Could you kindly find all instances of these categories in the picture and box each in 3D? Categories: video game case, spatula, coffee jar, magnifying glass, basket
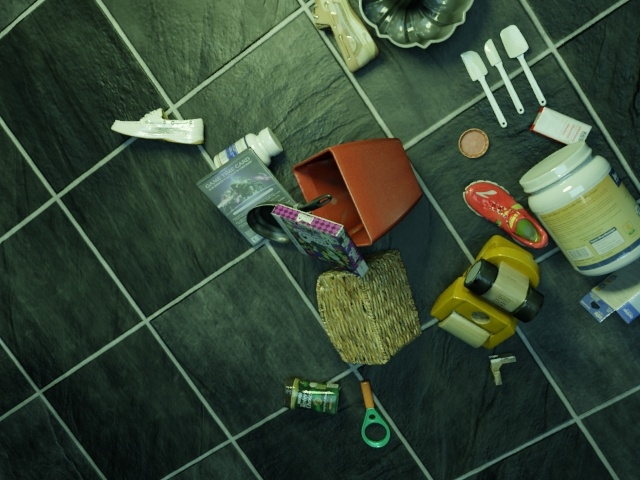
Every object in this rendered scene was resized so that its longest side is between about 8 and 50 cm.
[{"bbox_3d":[-0.205,-0.124,1.637,0.196,0.026,0.274,-32,122,12],"label":"video game case"},{"bbox_3d":[0.000,0.000,1.500,0.232,0.210,0.041,21,68,35],"label":"video game case"},{"bbox_3d":[0.525,-0.458,1.543,0.168,0.019,0.241,-28,94,11],"label":"spatula"},{"bbox_3d":[-0.031,0.501,1.765,0.185,0.079,0.096,6,101,7],"label":"coffee jar"},{"bbox_3d":[0.166,0.563,1.779,0.092,0.026,0.230,-11,98,9],"label":"magnifying glass"},{"bbox_3d":[0.142,0.203,1.681,0.214,0.223,0.298,-11,101,43],"label":"basket"}]

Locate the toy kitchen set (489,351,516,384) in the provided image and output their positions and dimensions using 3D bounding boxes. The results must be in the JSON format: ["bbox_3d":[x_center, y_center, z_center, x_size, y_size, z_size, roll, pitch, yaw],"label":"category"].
[{"bbox_3d":[0.563,0.398,1.673,0.075,0.068,0.083,-13,99,10],"label":"toy kitchen set"}]

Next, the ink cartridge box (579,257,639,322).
[{"bbox_3d":[0.883,0.113,1.518,0.311,0.186,0.065,-42,95,13],"label":"ink cartridge box"}]

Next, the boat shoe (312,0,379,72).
[{"bbox_3d":[0.030,-0.634,1.526,0.110,0.121,0.341,-33,96,11],"label":"boat shoe"}]

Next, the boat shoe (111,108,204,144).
[{"bbox_3d":[-0.489,-0.351,1.663,0.277,0.098,0.096,6,101,-3],"label":"boat shoe"}]

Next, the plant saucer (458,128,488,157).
[{"bbox_3d":[0.444,-0.282,1.591,0.084,0.013,0.083,2,101,8],"label":"plant saucer"}]

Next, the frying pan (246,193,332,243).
[{"bbox_3d":[-0.102,-0.085,1.563,0.198,0.053,0.326,18,147,-9],"label":"frying pan"}]

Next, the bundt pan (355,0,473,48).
[{"bbox_3d":[0.235,-0.673,1.465,0.331,0.124,0.330,-2,100,-9],"label":"bundt pan"}]

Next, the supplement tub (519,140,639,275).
[{"bbox_3d":[0.713,-0.087,1.482,0.228,0.228,0.316,-36,94,12],"label":"supplement tub"}]

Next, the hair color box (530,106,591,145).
[{"bbox_3d":[0.673,-0.315,1.540,0.141,0.043,0.071,25,103,4],"label":"hair color box"}]

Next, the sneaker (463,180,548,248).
[{"bbox_3d":[0.538,-0.076,1.563,0.279,0.118,0.107,35,102,0],"label":"sneaker"}]

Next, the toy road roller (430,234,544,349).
[{"bbox_3d":[0.496,0.140,1.595,0.203,0.240,0.329,31,140,1],"label":"toy road roller"}]

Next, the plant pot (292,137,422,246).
[{"bbox_3d":[0.117,-0.148,1.525,0.236,0.267,0.267,-28,97,-24],"label":"plant pot"}]

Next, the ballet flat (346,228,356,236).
[{"bbox_3d":[0.048,-0.008,1.667,0.203,0.074,0.074,-15,98,12],"label":"ballet flat"}]

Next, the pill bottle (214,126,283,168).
[{"bbox_3d":[-0.211,-0.251,1.633,0.187,0.112,0.112,-30,95,12],"label":"pill bottle"}]
